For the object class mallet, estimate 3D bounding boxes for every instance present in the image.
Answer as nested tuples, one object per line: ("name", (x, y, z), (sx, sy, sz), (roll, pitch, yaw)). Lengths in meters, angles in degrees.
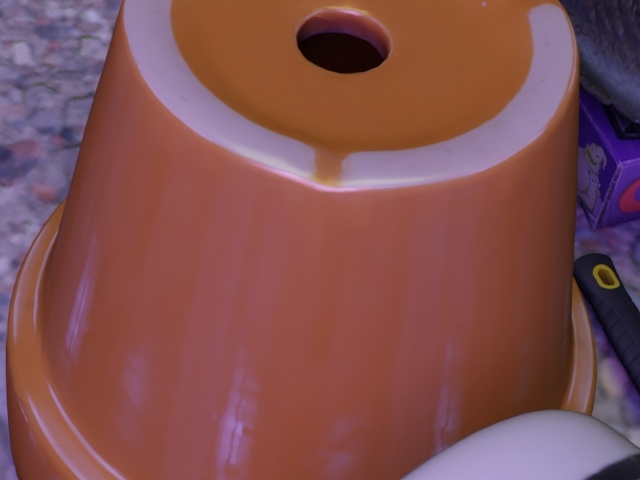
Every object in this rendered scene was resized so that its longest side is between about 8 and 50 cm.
("mallet", (0.144, 0.074, 0.542), (0.062, 0.039, 0.189), (-3, 45, -9))

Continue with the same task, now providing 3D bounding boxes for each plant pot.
("plant pot", (0.000, 0.000, 0.480), (0.205, 0.188, 0.205), (4, 48, -5))

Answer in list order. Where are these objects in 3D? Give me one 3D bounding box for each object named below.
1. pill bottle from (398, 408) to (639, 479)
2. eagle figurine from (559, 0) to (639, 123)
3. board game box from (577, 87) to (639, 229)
("pill bottle", (0.119, 0.205, 0.314), (0.188, 0.188, 0.334), (-34, 61, -32))
("eagle figurine", (0.112, -0.157, 0.578), (0.225, 0.298, 0.226), (6, 71, 30))
("board game box", (0.243, -0.123, 0.723), (0.347, 0.056, 0.208), (-12, 55, -18))
